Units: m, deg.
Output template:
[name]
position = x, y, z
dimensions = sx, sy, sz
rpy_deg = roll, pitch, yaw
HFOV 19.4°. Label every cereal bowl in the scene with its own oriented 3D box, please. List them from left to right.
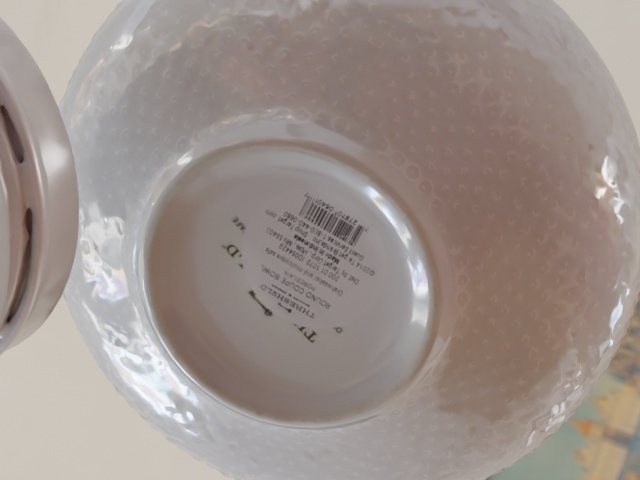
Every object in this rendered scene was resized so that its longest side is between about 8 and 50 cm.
[cereal bowl]
position = 0.000, 0.000, 1.000
dimensions = 0.141, 0.339, 0.339
rpy_deg = -51, -45, -63

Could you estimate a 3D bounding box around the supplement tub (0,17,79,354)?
[supplement tub]
position = -0.282, 0.008, 0.787
dimensions = 0.325, 0.235, 0.235
rpy_deg = -27, -64, -51
